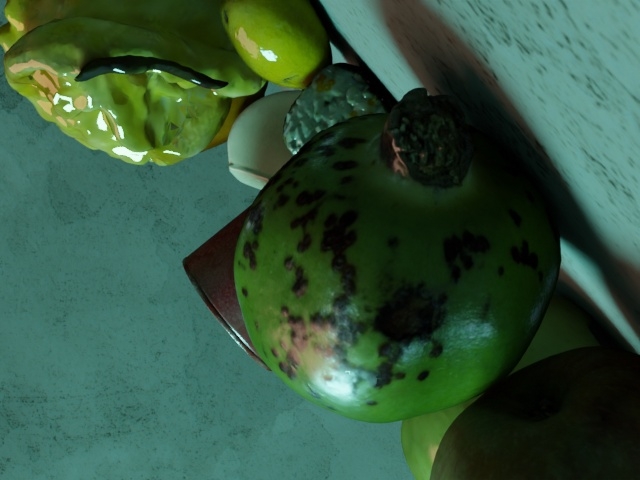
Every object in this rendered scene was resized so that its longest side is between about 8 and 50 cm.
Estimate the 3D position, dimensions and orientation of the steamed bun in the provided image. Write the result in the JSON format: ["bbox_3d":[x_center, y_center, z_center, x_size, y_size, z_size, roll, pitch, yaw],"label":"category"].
[{"bbox_3d":[-0.016,-0.145,1.478,0.242,0.164,0.146,19,175,9],"label":"steamed bun"}]

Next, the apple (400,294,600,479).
[{"bbox_3d":[0.215,0.190,0.931,0.279,0.279,0.279,51,-179,-2],"label":"apple"}]

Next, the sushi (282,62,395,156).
[{"bbox_3d":[0.052,-0.087,1.048,0.225,0.136,0.126,59,-179,14],"label":"sushi"}]

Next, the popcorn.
[{"bbox_3d":[-0.223,-0.250,1.140,0.349,0.349,0.381,51,-167,-22],"label":"popcorn"}]

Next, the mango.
[{"bbox_3d":[-0.043,-0.230,1.055,0.137,0.098,0.195,56,-173,26],"label":"mango"}]

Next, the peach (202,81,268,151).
[{"bbox_3d":[-0.252,-0.304,1.532,0.343,0.302,0.343,176,90,-67],"label":"peach"}]

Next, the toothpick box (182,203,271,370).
[{"bbox_3d":[0.000,0.000,1.288,0.204,0.333,0.204,51,-178,-3],"label":"toothpick box"}]

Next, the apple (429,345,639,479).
[{"bbox_3d":[0.203,0.208,0.666,0.257,0.257,0.234,-122,6,-78],"label":"apple"}]

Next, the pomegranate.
[{"bbox_3d":[0.058,0.009,0.704,0.254,0.254,0.270,52,153,32],"label":"pomegranate"}]
